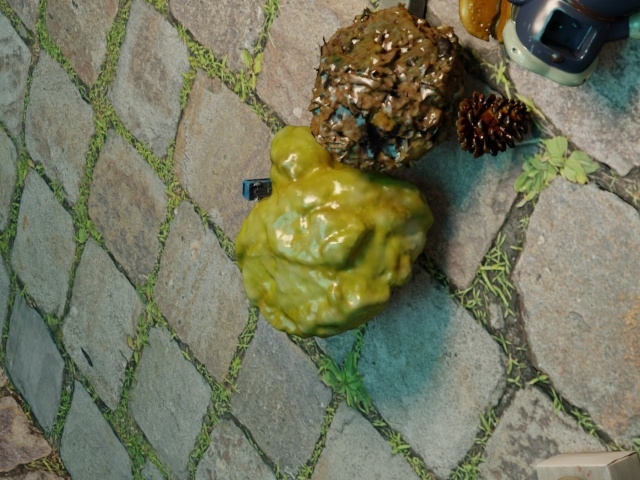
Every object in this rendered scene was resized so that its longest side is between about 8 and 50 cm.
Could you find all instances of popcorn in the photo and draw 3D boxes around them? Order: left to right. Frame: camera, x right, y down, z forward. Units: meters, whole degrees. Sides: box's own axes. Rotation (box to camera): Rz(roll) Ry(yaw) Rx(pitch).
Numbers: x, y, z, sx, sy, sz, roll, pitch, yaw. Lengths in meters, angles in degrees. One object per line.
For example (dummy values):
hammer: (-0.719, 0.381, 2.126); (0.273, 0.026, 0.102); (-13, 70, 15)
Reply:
popcorn: (0.001, 0.004, 1.827); (0.334, 0.292, 0.293); (-62, 11, 13)

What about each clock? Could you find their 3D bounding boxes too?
clock: (0.355, -0.327, 1.434); (0.199, 0.146, 0.243); (27, 124, -3)

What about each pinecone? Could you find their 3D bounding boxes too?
pinecone: (0.258, -0.176, 1.638); (0.109, 0.102, 0.102); (-14, 87, 20)

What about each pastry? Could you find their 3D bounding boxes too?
pastry: (0.093, -0.237, 1.681); (0.275, 0.193, 0.275); (-12, 62, 24)

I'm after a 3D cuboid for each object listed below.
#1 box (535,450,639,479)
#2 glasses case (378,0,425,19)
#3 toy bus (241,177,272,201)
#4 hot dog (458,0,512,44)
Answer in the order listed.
box: (0.407, 0.410, 1.602); (0.135, 0.081, 0.199); (-17, 84, 50)
glasses case: (0.140, -0.445, 1.749); (0.071, 0.047, 0.205); (25, 117, 43)
toy bus: (-0.106, -0.099, 2.098); (0.046, 0.083, 0.038); (29, 121, 56)
hot dog: (0.285, -0.440, 1.539); (0.135, 0.100, 0.337); (26, 119, 35)
